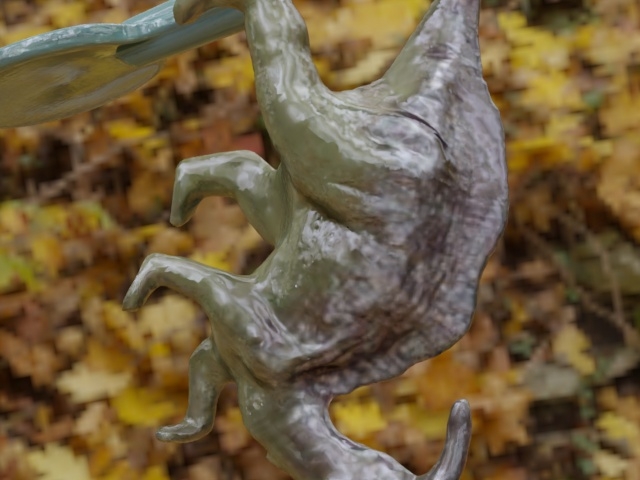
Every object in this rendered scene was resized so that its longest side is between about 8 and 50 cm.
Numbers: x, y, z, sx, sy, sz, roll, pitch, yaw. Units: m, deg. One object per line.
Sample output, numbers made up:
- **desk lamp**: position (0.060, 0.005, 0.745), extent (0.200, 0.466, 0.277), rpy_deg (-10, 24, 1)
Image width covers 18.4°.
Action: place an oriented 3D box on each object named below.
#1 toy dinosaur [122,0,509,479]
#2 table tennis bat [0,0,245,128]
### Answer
- **toy dinosaur**: position (0.001, 0.002, 0.888), extent (0.162, 0.294, 0.077), rpy_deg (9, 0, 9)
- **table tennis bat**: position (-0.141, -0.123, 1.305), extent (0.237, 0.038, 0.149), rpy_deg (-20, -13, 20)
